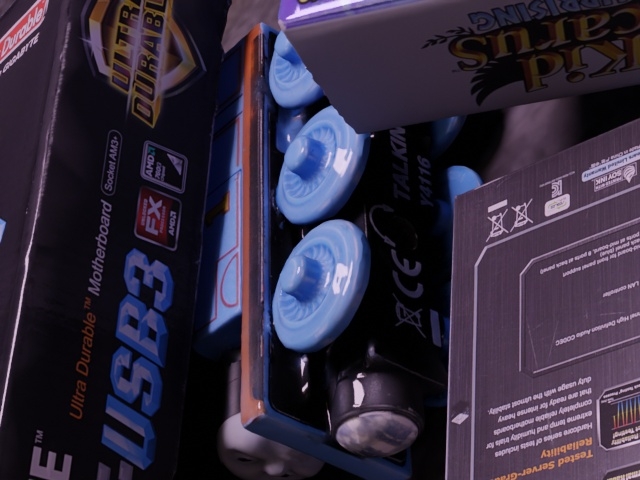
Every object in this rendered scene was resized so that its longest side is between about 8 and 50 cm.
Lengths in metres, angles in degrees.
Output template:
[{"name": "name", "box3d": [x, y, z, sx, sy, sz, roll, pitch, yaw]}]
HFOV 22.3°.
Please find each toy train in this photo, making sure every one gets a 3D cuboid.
[{"name": "toy train", "box3d": [0.000, 0.000, 0.550, 0.105, 0.080, 0.184, -37, 41, 37]}]

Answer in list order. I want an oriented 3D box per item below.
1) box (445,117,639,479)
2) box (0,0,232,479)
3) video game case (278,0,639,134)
[{"name": "box", "box3d": [0.134, 0.036, 0.383, 0.231, 0.056, 0.183, -25, 47, 36]}, {"name": "box", "box3d": [-0.147, 0.077, 0.604, 0.295, 0.073, 0.293, -31, 46, 47]}, {"name": "video game case", "box3d": [0.123, -0.173, 0.498, 0.244, 0.061, 0.269, -8, 55, 24]}]
